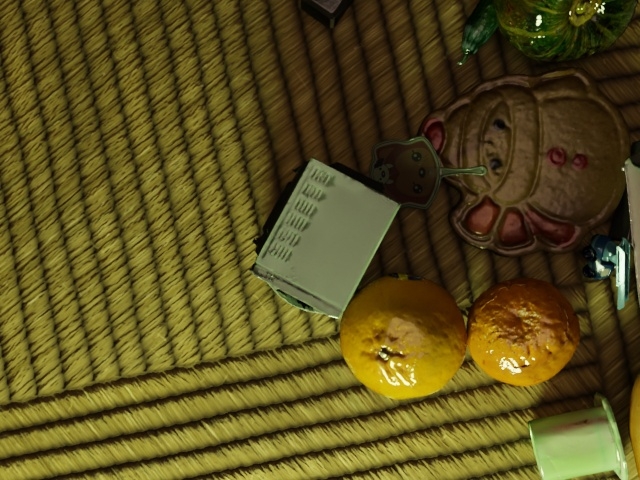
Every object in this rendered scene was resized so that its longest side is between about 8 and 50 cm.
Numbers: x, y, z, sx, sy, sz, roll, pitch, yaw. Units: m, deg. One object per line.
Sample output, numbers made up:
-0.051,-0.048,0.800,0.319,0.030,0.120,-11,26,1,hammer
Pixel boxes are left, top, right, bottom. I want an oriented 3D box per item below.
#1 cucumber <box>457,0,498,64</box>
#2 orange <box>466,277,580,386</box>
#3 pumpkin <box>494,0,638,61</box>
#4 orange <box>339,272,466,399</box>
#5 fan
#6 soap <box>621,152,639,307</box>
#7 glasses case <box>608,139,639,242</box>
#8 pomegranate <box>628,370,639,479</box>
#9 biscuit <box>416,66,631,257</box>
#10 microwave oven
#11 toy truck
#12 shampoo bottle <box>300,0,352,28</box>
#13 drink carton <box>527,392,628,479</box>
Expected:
0.315,-0.424,1.807,0.056,0.056,0.250,34,85,2,cucumber
0.348,0.159,1.721,0.193,0.161,0.193,-2,78,10,orange
0.418,-0.435,1.724,0.260,0.260,0.189,-27,45,-1,pumpkin
0.141,0.165,1.711,0.219,0.193,0.219,-1,104,-2,orange
0.188,-0.120,1.768,0.220,0.009,0.132,0,95,24,fan
0.676,-0.028,1.697,0.285,0.107,0.296,-13,109,-7,soap
0.565,-0.087,1.777,0.042,0.072,0.190,16,87,-5,glasses case
0.715,0.309,1.601,0.417,0.416,0.416,0,87,0,pomegranate
0.361,-0.146,1.789,0.381,0.074,0.358,9,85,-2,biscuit
0.000,0.000,1.662,0.181,0.295,0.237,27,87,3,microwave oven
0.508,0.055,1.770,0.074,0.063,0.136,13,129,31,toy truck
0.060,-0.508,1.801,0.079,0.080,0.246,34,88,0,shampoo bottle
0.439,0.353,1.722,0.142,0.144,0.146,-12,86,5,drink carton
